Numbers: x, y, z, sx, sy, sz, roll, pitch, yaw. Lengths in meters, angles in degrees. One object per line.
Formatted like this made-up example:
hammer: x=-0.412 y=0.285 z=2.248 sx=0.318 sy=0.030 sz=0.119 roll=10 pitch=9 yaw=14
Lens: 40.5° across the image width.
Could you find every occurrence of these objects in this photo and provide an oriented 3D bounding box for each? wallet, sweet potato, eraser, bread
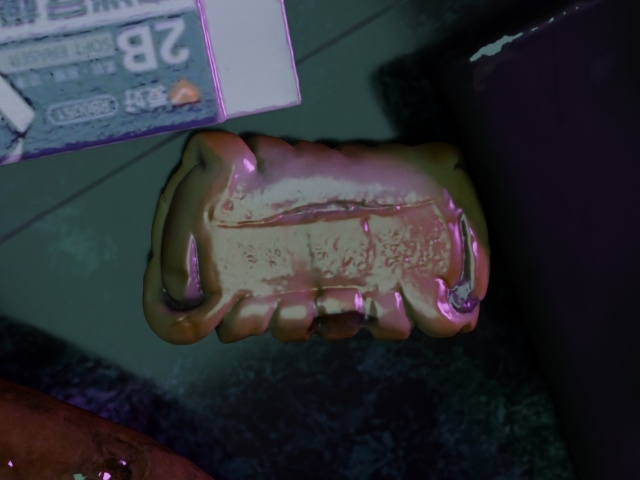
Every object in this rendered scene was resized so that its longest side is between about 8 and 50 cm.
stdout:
wallet: x=0.220 y=0.006 z=0.585 sx=0.197 sy=0.051 sz=0.377 roll=-26 pitch=116 yaw=-5
sweet potato: x=-0.191 y=0.151 z=0.538 sx=0.423 sy=0.130 sz=0.130 roll=21 pitch=95 yaw=-20
eraser: x=-0.126 y=-0.122 z=0.529 sx=0.210 sy=0.068 sz=0.124 roll=-12 pitch=100 yaw=-8
bread: x=0.000 y=0.000 z=0.563 sx=0.225 sy=0.081 sz=0.134 roll=2 pitch=93 yaw=-8
